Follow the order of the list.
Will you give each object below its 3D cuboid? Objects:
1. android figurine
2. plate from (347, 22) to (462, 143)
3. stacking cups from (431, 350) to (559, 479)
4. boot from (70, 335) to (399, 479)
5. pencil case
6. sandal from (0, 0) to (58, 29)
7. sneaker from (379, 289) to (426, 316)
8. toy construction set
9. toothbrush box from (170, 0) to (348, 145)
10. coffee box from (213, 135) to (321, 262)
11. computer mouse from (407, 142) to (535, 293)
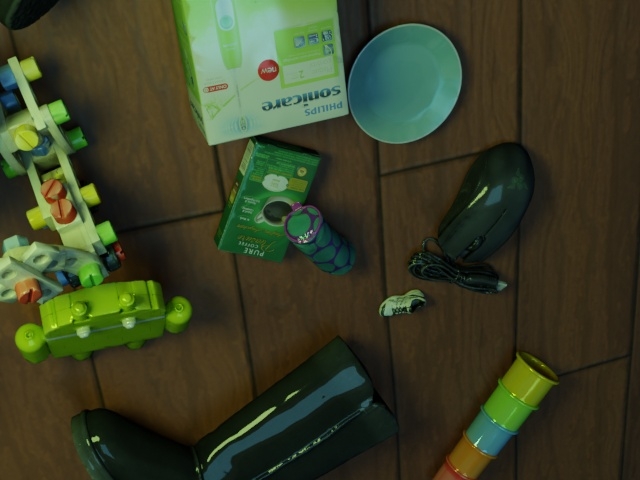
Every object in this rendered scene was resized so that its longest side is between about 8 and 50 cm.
[{"bbox_3d":[-0.306,0.118,1.345,0.248,0.273,0.056,-10,75,-16],"label":"android figurine"},{"bbox_3d":[0.126,-0.239,1.437,0.188,0.024,0.188,-9,118,-17],"label":"plate"},{"bbox_3d":[0.315,0.357,1.768,0.096,0.096,0.316,27,105,-29],"label":"stacking cups"},{"bbox_3d":[-0.129,0.300,1.544,0.445,0.146,0.367,-30,130,0],"label":"boot"},{"bbox_3d":[0.000,0.000,1.462,0.064,0.070,0.151,-20,151,15],"label":"pencil case"},{"bbox_3d":[-0.274,-0.456,1.129,0.107,0.167,0.446,33,94,-5],"label":"sandal"},{"bbox_3d":[0.141,0.111,1.612,0.083,0.037,0.032,-24,123,-5],"label":"sneaker"},{"bbox_3d":[-0.350,-0.054,1.213,0.151,0.328,0.215,-11,149,0],"label":"toy construction set"},{"bbox_3d":[-0.088,-0.297,1.275,0.206,0.122,0.283,-14,121,-13],"label":"toothbrush box"},{"bbox_3d":[-0.083,-0.062,1.441,0.113,0.040,0.184,11,111,-26],"label":"coffee box"},{"bbox_3d":[0.280,-0.029,1.570,0.188,0.072,0.272,15,110,-25],"label":"computer mouse"}]
